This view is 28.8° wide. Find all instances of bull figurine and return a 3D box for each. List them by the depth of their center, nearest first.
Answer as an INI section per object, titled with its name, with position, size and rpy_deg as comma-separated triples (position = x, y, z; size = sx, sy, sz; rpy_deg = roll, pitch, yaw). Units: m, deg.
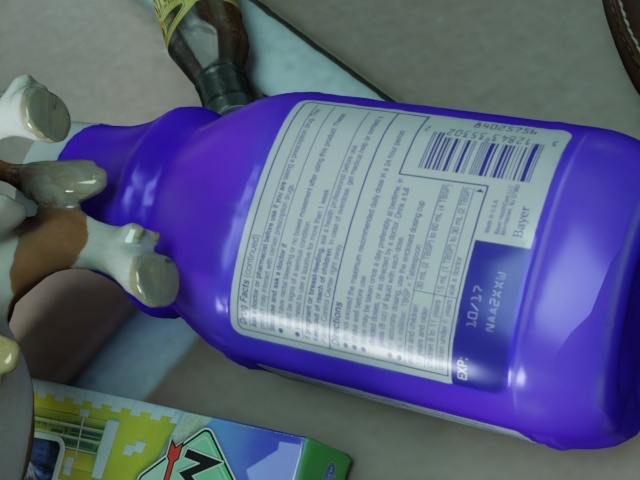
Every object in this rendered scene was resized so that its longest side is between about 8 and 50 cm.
[bull figurine]
position = -0.148, 0.090, 0.468
size = 0.188, 0.101, 0.310
rpy_deg = -19, 65, 32

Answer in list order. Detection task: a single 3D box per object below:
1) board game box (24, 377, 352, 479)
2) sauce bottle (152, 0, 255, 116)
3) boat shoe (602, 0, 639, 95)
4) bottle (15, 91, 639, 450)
[board game box]
position = -0.127, 0.219, 0.513
size = 0.213, 0.046, 0.317
rpy_deg = 7, 73, 30
[sauce bottle]
position = -0.059, -0.108, 0.613
size = 0.042, 0.042, 0.128
rpy_deg = -28, 58, 14
[boat shoe]
position = 0.162, -0.055, 0.462
size = 0.073, 0.073, 0.207
rpy_deg = -32, 57, 13
[bottle]
position = 0.000, 0.000, 0.509
size = 0.283, 0.092, 0.118
rpy_deg = 10, 77, 30
